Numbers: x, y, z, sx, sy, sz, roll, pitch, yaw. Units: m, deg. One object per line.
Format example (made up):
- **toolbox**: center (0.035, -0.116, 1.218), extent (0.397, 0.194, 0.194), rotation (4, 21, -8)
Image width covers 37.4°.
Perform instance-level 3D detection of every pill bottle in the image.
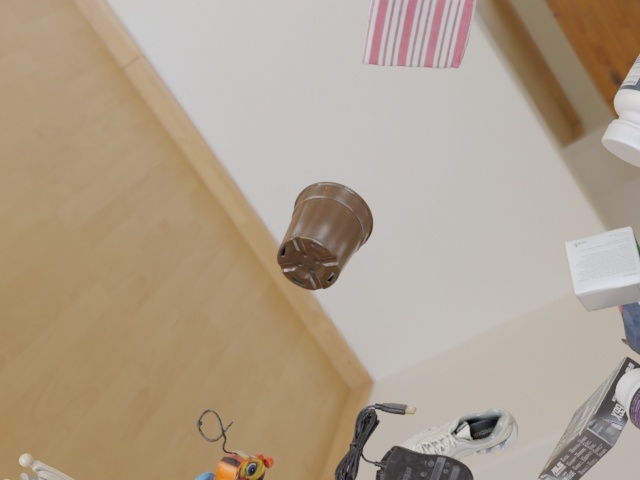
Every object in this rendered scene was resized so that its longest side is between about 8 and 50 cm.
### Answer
- **pill bottle**: center (0.599, 0.298, 1.636), extent (0.108, 0.108, 0.193), rotation (49, -1, -25)
- **pill bottle**: center (0.434, -0.184, 1.187), extent (0.108, 0.180, 0.108), rotation (30, -1, 1)

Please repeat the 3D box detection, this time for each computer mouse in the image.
- **computer mouse**: center (0.167, 0.392, 1.714), extent (0.060, 0.262, 0.184), rotation (56, 46, -48)

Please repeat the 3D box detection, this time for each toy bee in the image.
- **toy bee**: center (-0.150, 0.469, 1.782), extent (0.195, 0.298, 0.162), rotation (36, 24, 34)

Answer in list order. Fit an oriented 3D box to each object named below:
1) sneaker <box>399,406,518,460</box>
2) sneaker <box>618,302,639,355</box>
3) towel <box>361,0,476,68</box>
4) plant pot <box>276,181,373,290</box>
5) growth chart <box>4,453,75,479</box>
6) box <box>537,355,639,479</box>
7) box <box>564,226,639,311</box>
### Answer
- **sneaker**: center (0.262, 0.415, 1.934), extent (0.110, 0.292, 0.118), rotation (64, 2, 25)
- **sneaker**: center (0.714, 0.229, 1.950), extent (0.131, 0.148, 0.350), rotation (-10, 69, -29)
- **towel**: center (0.174, -0.379, 1.688), extent (0.197, 0.144, 0.029), rotation (0, 35, -14)
- **plant pot**: center (0.000, 0.000, 1.821), extent (0.167, 0.167, 0.165), rotation (52, 37, -19)
- **growth chart**: center (-0.277, 0.318, 1.009), extent (0.172, 0.021, 0.237), rotation (40, 9, -23)
- **box**: center (0.653, 0.449, 2.263), extent (0.076, 0.307, 0.242), rotation (34, 55, 13)
- **box**: center (0.421, 0.044, 1.385), extent (0.101, 0.102, 0.087), rotation (37, 44, -59)
